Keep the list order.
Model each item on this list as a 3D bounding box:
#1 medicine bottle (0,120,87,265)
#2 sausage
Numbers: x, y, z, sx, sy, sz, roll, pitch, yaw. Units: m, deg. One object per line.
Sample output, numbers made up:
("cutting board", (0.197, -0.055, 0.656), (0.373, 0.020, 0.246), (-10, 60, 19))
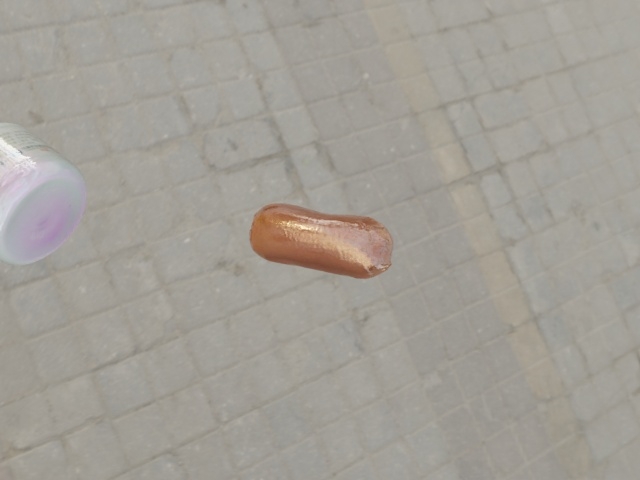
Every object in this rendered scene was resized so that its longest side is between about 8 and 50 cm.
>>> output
("medicine bottle", (-0.680, -0.128, 1.770), (0.325, 0.256, 0.256), (36, 55, 20))
("sausage", (0.000, 0.000, 1.045), (0.077, 0.194, 0.077), (10, 90, -67))
